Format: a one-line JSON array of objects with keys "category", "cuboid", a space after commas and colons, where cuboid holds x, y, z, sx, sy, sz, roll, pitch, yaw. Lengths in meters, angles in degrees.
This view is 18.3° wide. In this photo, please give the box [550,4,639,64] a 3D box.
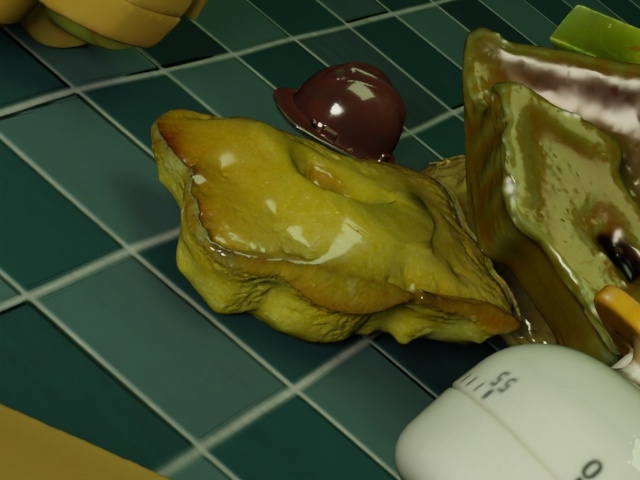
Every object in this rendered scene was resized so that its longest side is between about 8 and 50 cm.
[{"category": "box", "cuboid": [0.296, -0.049, 1.554, 0.173, 0.043, 0.311, 30, -17, 37]}]

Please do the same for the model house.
[{"category": "model house", "cuboid": [0.176, -0.047, 1.242, 0.239, 0.173, 0.268, 54, 14, 11]}]

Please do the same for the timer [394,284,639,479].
[{"category": "timer", "cuboid": [0.120, 0.171, 0.961, 0.233, 0.240, 0.233, 49, -6, 6]}]

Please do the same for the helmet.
[{"category": "helmet", "cuboid": [0.026, -0.105, 1.502, 0.111, 0.057, 0.089, 19, 29, -36]}]

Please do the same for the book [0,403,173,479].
[{"category": "book", "cuboid": [-0.193, 0.095, 0.683, 0.388, 0.032, 0.269, 23, 20, 7]}]

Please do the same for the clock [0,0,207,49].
[{"category": "clock", "cuboid": [-0.215, -0.247, 1.233, 0.244, 0.200, 0.317, 44, 20, 27]}]

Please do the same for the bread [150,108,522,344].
[{"category": "bread", "cuboid": [0.000, 0.000, 1.220, 0.233, 0.088, 0.161, 19, 23, -31]}]

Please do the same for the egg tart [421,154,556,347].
[{"category": "egg tart", "cuboid": [0.224, 0.022, 1.450, 0.341, 0.129, 0.341, 30, 24, -15]}]
